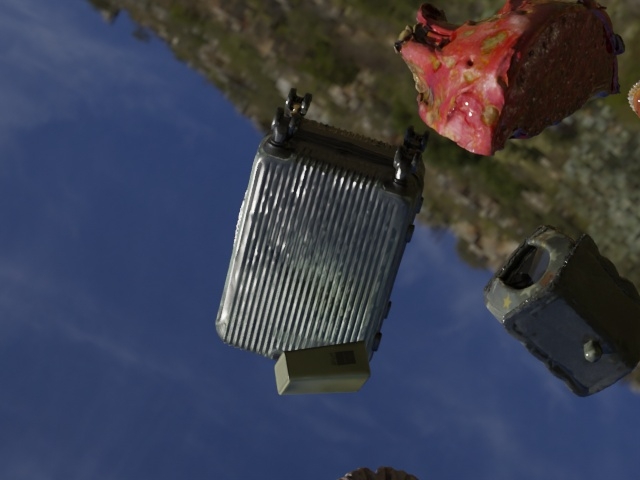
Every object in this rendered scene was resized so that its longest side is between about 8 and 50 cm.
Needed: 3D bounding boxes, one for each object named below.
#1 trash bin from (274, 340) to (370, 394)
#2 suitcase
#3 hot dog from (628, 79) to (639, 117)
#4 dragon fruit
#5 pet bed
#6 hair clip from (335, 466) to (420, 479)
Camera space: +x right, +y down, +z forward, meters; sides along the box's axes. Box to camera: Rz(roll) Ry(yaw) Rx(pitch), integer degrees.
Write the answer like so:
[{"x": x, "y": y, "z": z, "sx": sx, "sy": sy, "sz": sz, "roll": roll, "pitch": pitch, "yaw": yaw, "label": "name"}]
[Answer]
[{"x": 0.001, "y": 0.142, "z": 1.625, "sx": 0.092, "sy": 0.061, "sz": 0.043, "roll": -5, "pitch": -113, "yaw": -17, "label": "trash bin"}, {"x": 0.000, "y": 0.000, "z": 1.719, "sx": 0.202, "sy": 0.312, "sz": 0.128, "roll": 18, "pitch": -153, "yaw": 4, "label": "suitcase"}, {"x": 0.513, "y": -0.160, "z": 2.067, "sx": 0.192, "sy": 0.099, "sz": 0.053, "roll": 43, "pitch": -124, "yaw": 10, "label": "hot dog"}, {"x": 0.174, "y": -0.195, "z": 1.554, "sx": 0.211, "sy": 0.134, "sz": 0.262, "roll": 12, "pitch": -154, "yaw": 33, "label": "dragon fruit"}, {"x": 0.367, "y": 0.103, "z": 2.184, "sx": 0.211, "sy": 0.183, "sz": 0.159, "roll": 44, "pitch": 177, "yaw": -23, "label": "pet bed"}, {"x": 0.017, "y": 0.346, "z": 1.736, "sx": 0.300, "sy": 0.069, "sz": 0.173, "roll": -9, "pitch": -133, "yaw": -12, "label": "hair clip"}]
